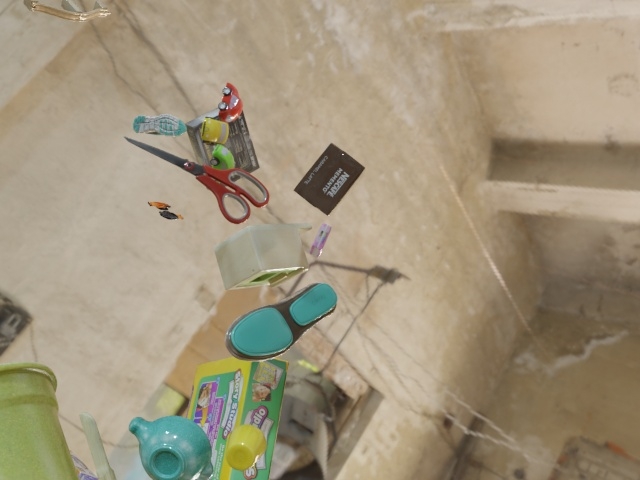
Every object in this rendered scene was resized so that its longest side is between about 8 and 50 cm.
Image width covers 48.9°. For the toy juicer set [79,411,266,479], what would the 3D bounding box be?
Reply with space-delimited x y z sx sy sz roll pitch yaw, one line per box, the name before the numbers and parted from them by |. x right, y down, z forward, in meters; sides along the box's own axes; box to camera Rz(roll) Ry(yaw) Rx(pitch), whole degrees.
toy juicer set | -0.267 0.417 1.264 0.329 0.209 0.089 7 9 5

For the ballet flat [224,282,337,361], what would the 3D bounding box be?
ballet flat | -0.089 0.180 1.450 0.106 0.316 0.107 -35 -101 44

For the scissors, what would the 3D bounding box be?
scissors | -0.238 -0.144 1.388 0.297 0.109 0.021 37 -23 -3

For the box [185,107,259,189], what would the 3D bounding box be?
box | -0.302 -0.291 2.190 0.056 0.183 0.230 24 -41 47

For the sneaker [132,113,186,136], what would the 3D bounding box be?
sneaker | -0.450 -0.328 2.016 0.167 0.064 0.076 10 4 20

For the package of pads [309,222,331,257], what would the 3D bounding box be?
package of pads | 0.000 0.000 1.898 0.032 0.083 0.050 25 -32 -1

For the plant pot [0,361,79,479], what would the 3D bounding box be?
plant pot | -0.473 0.365 1.040 0.254 0.276 0.276 52 -11 22

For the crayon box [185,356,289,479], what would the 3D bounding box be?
crayon box | -0.216 0.457 1.613 0.106 0.362 0.313 21 -24 -28

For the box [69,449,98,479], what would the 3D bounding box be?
box | -0.589 0.541 1.680 0.136 0.028 0.081 32 -15 31

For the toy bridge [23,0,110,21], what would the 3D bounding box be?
toy bridge | -0.531 -0.494 1.506 0.063 0.188 0.026 47 -55 22

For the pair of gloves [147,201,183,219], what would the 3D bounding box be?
pair of gloves | -0.411 -0.078 1.862 0.083 0.010 0.074 41 21 30

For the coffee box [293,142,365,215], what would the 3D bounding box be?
coffee box | 0.026 -0.137 1.655 0.098 0.141 0.246 38 4 2

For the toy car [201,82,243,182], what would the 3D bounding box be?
toy car | -0.231 -0.235 1.695 0.053 0.239 0.224 10 -53 4

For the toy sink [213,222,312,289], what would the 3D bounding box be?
toy sink | -0.130 0.045 1.838 0.153 0.131 0.234 -28 -16 39
